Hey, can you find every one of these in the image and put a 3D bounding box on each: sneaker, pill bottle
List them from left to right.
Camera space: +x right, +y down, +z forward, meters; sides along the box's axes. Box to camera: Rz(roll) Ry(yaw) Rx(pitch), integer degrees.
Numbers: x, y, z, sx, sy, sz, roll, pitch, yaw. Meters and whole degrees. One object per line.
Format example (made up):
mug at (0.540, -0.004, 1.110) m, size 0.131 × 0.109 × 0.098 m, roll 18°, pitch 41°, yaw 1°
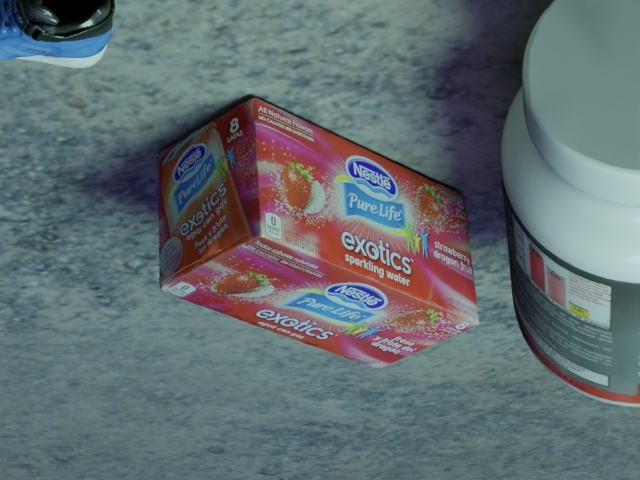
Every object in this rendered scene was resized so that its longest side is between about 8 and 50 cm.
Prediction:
sneaker at (-0.214, -0.152, 1.176) m, size 0.152 × 0.058 × 0.084 m, roll 0°, pitch 158°, yaw -17°
pill bottle at (0.241, -0.032, 1.300) m, size 0.210 × 0.210 × 0.363 m, roll -7°, pitch 152°, yaw 6°

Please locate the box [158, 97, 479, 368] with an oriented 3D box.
box at (0.000, 0.000, 1.418) m, size 0.257 × 0.128 × 0.123 m, roll 23°, pitch 142°, yaw -40°
